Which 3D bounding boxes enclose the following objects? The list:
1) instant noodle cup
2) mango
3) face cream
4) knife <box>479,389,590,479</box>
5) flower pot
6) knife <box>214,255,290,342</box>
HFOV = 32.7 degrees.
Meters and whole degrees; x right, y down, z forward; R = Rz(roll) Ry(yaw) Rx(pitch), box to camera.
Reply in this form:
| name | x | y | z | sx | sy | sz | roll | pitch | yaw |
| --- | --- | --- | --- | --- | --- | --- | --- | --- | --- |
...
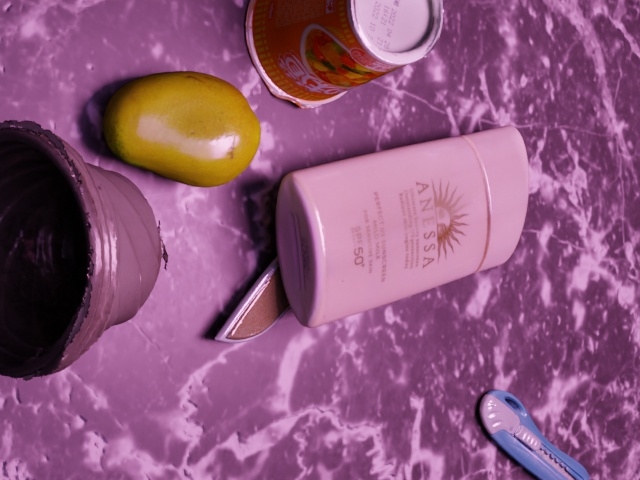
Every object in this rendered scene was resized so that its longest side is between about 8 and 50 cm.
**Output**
| name | x | y | z | sx | sy | sz | roll | pitch | yaw |
| --- | --- | --- | --- | --- | --- | --- | --- | --- | --- |
| instant noodle cup | 0.031 | -0.232 | 1.162 | 0.168 | 0.185 | 0.169 | 0 | 91 | -30 |
| mango | -0.138 | -0.119 | 1.119 | 0.163 | 0.089 | 0.117 | 19 | 81 | -29 |
| face cream | 0.107 | -0.023 | 1.249 | 0.348 | 0.081 | 0.174 | -14 | 106 | -37 |
| knife | 0.280 | 0.267 | 1.405 | 0.222 | 0.031 | 0.064 | 42 | 67 | -25 |
| flower pot | -0.239 | 0.008 | 1.009 | 0.140 | 0.235 | 0.236 | -4 | 93 | -52 |
| knife | 0.000 | -0.001 | 1.236 | 0.343 | 0.027 | 0.061 | -47 | 128 | -23 |
